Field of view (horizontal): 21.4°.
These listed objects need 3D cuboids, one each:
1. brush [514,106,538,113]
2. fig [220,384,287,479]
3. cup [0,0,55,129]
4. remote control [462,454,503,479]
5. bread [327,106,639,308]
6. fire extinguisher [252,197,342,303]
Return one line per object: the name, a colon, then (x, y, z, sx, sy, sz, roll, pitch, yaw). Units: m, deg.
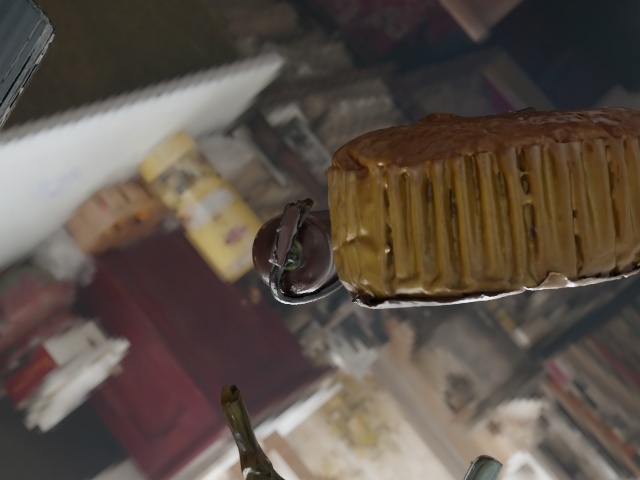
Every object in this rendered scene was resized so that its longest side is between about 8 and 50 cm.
brush: (0.194, -0.118, 2.117, 0.193, 0.063, 0.016, -15, -161, 26)
fig: (-0.009, 0.309, 1.691, 0.286, 0.368, 0.286, -23, 174, -2)
cup: (-0.393, -0.118, 1.473, 0.292, 0.242, 0.308, -59, 172, -9)
remote control: (0.087, 0.231, 1.261, 0.162, 0.029, 0.061, -62, 179, -3)
bread: (0.102, -0.025, 0.966, 0.199, 0.104, 0.199, -7, -176, 0)
fire extinguisher: (0.000, 0.000, 1.999, 0.341, 0.105, 0.141, -5, 110, -75)
